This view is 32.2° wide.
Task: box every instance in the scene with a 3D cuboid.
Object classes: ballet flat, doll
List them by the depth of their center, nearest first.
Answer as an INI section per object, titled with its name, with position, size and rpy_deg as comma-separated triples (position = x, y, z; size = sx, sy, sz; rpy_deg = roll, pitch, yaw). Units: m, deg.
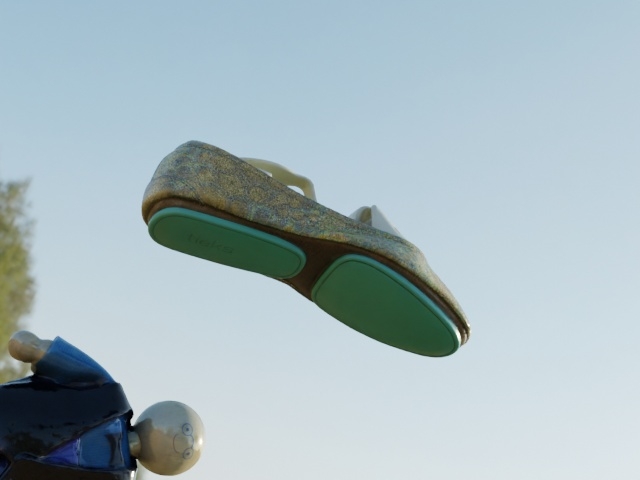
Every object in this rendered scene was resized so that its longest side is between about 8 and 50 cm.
[doll]
position = -0.139, 0.106, 0.511
size = 0.189, 0.129, 0.046
rpy_deg = -5, -8, -36
[ballet flat]
position = 0.000, 0.000, 1.070
size = 0.348, 0.123, 0.123
rpy_deg = 23, -18, -15
